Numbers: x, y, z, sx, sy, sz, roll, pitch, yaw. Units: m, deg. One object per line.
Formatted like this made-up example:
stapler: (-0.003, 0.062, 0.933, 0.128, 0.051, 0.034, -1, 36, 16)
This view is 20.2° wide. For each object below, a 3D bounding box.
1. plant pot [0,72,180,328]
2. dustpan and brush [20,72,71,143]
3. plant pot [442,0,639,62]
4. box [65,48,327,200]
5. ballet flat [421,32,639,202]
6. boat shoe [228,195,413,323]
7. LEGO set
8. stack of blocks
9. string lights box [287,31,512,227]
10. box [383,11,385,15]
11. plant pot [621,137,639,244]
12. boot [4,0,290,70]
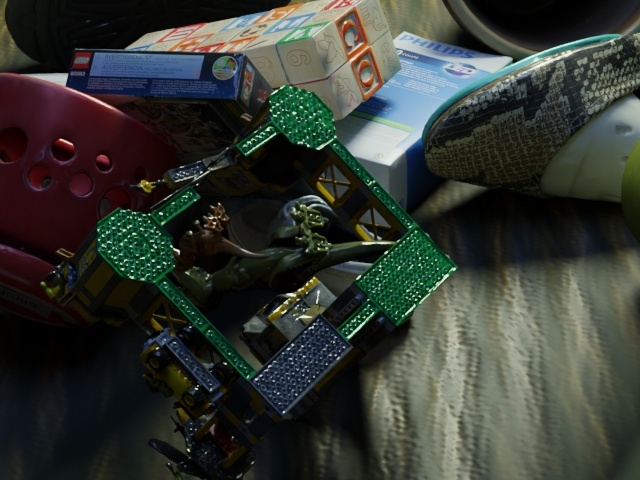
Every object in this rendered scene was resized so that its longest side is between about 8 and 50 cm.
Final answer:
plant pot: (-0.236, -0.028, 1.538, 0.191, 0.191, 0.174, 13, 72, 23)
dustpan and brush: (-0.293, -0.107, 1.839, 0.147, 0.060, 0.211, -1, 25, 5)
plant pot: (0.235, -0.310, 1.957, 0.263, 0.263, 0.229, -5, 2, -5)
box: (-0.104, -0.099, 1.585, 0.159, 0.233, 0.044, 3, 71, 20)
ballet flat: (0.326, -0.131, 1.764, 0.483, 0.164, 0.182, -24, 62, -34)
boat shoe: (0.000, 0.001, 1.611, 0.079, 0.081, 0.227, -27, 38, -33)
LEGO set: (-0.068, 0.054, 1.399, 0.255, 0.192, 0.331, 41, 45, -2)
stack of blocks: (-0.092, -0.155, 1.769, 0.297, 0.087, 0.171, -6, 24, 35)
string lights box: (0.077, -0.116, 1.801, 0.133, 0.077, 0.260, 17, 37, 28)
box: (0.007, -0.227, 2.029, 0.137, 0.027, 0.094, -2, 33, 0)
plant pot: (0.392, -0.024, 1.496, 0.275, 0.275, 0.293, -18, 21, -23)
boot: (-0.220, -0.318, 2.090, 0.348, 0.131, 0.260, -12, 34, -19)
